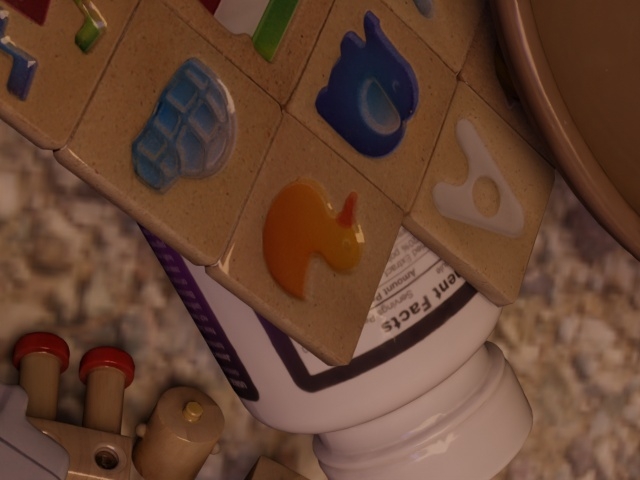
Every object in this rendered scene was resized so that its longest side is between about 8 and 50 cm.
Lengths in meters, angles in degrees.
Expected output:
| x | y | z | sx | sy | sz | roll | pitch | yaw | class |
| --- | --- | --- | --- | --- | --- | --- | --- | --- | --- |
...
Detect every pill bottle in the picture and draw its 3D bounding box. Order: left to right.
| x | y | z | sx | sy | sz | roll | pitch | yaw | class |
| --- | --- | --- | --- | --- | --- | --- | --- | --- | --- |
| 0.000 | 0.000 | 0.539 | 0.108 | 0.108 | 0.193 | -30 | 106 | -8 | pill bottle |

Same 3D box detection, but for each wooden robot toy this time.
| x | y | z | sx | sy | sz | roll | pitch | yaw | class |
| --- | --- | --- | --- | --- | --- | --- | --- | --- | --- |
| -0.092 | 0.090 | 0.567 | 0.173 | 0.076 | 0.079 | 16 | 131 | -17 | wooden robot toy |

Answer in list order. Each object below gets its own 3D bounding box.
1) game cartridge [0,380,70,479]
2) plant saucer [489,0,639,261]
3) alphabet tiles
| x | y | z | sx | sy | sz | roll | pitch | yaw | class |
| --- | --- | --- | --- | --- | --- | --- | --- | --- | --- |
| -0.244 | 0.031 | 0.453 | 0.294 | 0.196 | 0.060 | 38 | 44 | -20 | game cartridge |
| 0.163 | -0.109 | 0.558 | 0.278 | 0.041 | 0.278 | 0 | 89 | -31 | plant saucer |
| -0.023 | -0.140 | 0.463 | 0.342 | 0.011 | 0.285 | 39 | 58 | -30 | alphabet tiles |
